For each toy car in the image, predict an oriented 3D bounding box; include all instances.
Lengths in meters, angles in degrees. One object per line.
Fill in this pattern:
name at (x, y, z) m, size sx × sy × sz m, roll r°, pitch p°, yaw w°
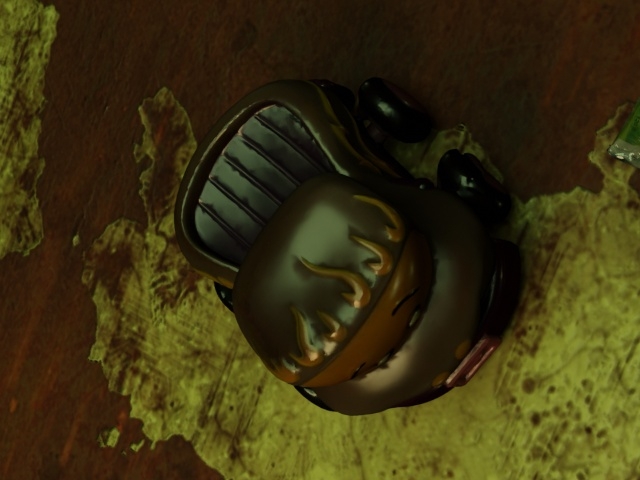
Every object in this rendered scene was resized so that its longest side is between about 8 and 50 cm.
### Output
toy car at (0.000, 0.000, 1.234) m, size 0.340 × 0.240 × 0.271 m, roll 44°, pitch 106°, yaw 26°

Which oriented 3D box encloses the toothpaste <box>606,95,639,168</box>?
toothpaste at (0.323, -0.166, 1.161) m, size 0.078 × 0.047 × 0.248 m, roll 34°, pitch 105°, yaw 33°
